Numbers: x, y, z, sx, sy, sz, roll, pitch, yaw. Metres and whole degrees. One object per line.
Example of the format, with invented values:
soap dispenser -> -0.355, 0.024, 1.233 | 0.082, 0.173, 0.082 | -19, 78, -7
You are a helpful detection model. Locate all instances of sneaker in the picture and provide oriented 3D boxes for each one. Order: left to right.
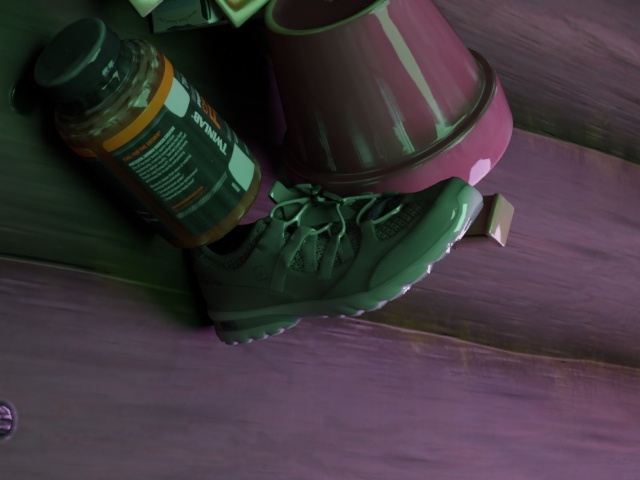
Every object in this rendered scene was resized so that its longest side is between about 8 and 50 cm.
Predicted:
sneaker -> 0.000, 0.000, 1.369 | 0.115, 0.281, 0.105 | 60, 32, -14

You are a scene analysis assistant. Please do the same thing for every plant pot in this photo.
plant pot -> 0.043, -0.141, 1.436 | 0.201, 0.201, 0.180 | -57, 133, -37

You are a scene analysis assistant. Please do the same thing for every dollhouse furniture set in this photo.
dollhouse furniture set -> 0.086, -0.083, 1.550 | 0.101, 0.182, 0.161 | 38, 59, -42

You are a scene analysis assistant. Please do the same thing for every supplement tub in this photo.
supplement tub -> -0.139, -0.087, 1.333 | 0.198, 0.106, 0.106 | 47, 52, -38

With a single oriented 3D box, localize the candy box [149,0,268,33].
candy box -> -0.085, -0.286, 1.446 | 0.165, 0.070, 0.196 | -18, 100, -51

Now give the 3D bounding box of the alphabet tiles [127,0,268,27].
alphabet tiles -> -0.076, -0.354, 1.367 | 0.342, 0.011, 0.285 | -44, 109, -16
